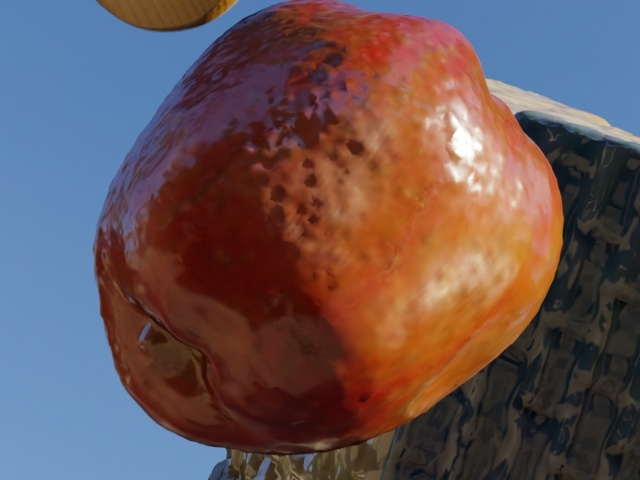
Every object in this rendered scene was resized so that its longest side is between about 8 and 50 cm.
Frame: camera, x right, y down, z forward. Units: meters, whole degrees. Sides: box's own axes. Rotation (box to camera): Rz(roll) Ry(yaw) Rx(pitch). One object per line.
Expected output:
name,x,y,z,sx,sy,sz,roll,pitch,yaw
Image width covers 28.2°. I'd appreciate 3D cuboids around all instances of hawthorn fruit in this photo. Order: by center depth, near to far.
hawthorn fruit,0.000,0.000,0.381,0.133,0.138,0.133,30,-31,20

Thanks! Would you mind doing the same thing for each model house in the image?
model house,0.218,0.131,0.841,0.445,0.400,0.395,13,-81,-32

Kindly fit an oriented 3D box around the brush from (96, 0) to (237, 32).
brush,-0.141,-0.326,1.141,0.174,0.166,0.266,-15,-69,21
